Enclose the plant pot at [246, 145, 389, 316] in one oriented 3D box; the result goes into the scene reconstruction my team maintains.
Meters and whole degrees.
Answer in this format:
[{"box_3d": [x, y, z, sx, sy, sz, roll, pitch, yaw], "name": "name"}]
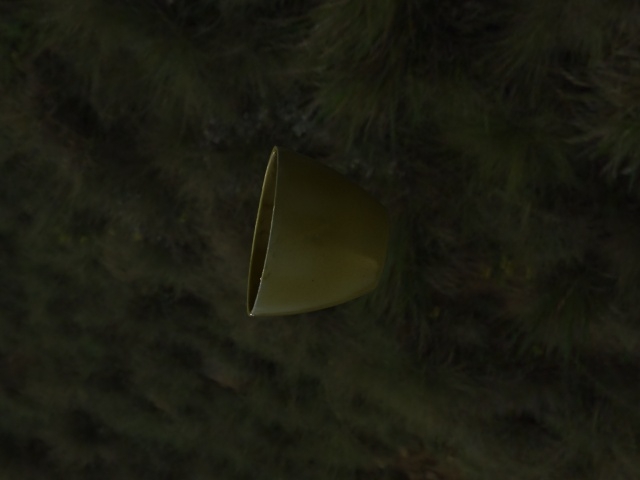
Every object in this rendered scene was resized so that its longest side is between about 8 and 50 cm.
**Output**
[{"box_3d": [0.000, 0.000, 0.747, 0.095, 0.134, 0.134, 9, 150, -8], "name": "plant pot"}]
